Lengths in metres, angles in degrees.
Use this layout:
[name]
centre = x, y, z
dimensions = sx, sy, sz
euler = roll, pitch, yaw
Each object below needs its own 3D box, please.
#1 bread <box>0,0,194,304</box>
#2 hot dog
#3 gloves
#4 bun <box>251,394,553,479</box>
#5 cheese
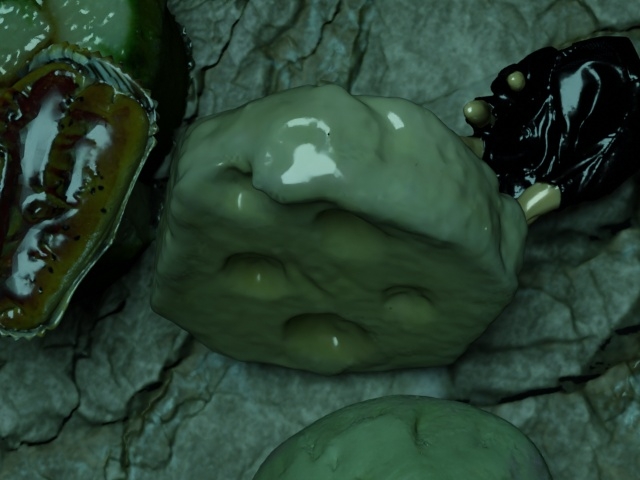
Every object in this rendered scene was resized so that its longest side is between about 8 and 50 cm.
[bread]
centre = -0.283, -0.117, 1.702
dimensions = 0.366, 0.129, 0.382
euler = -40, 68, -2
[hot dog]
centre = -0.245, -0.038, 1.559
dimensions = 0.162, 0.082, 0.270
euler = 27, 83, 17
[gloves]
centre = 0.186, -0.089, 1.570
dimensions = 0.203, 0.124, 0.164
euler = -19, 58, 4
[bun]
centre = 0.052, 0.248, 1.460
dimensions = 0.283, 0.179, 0.283
euler = -6, 71, 16
[cheese]
centre = 0.000, 0.000, 1.493
dimensions = 0.326, 0.318, 0.115
euler = -10, 54, 26
